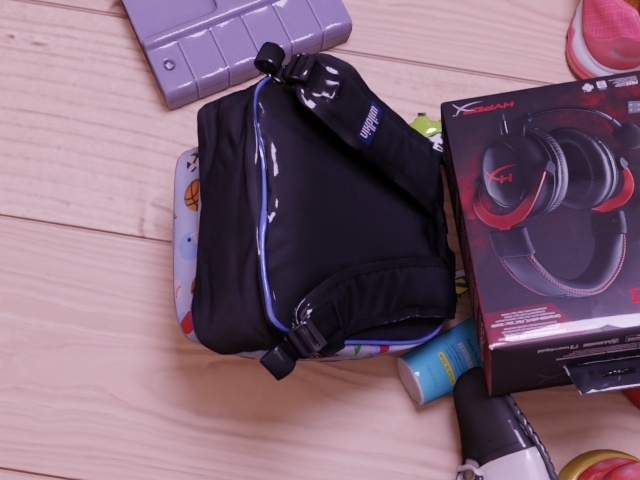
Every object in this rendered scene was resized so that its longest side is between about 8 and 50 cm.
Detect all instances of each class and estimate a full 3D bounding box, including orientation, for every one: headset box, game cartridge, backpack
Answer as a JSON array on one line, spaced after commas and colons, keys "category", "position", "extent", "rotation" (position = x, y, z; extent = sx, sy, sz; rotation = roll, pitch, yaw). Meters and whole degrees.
[{"category": "headset box", "position": [0.238, 0.002, 0.857], "extent": [0.218, 0.110, 0.293], "rotation": [-8, 58, 5]}, {"category": "game cartridge", "position": [-0.133, -0.343, 1.062], "extent": [0.230, 0.068, 0.355], "rotation": [-25, 76, -5]}, {"category": "backpack", "position": [0.000, 0.000, 0.876], "extent": [0.263, 0.213, 0.277], "rotation": [12, 73, -40]}]

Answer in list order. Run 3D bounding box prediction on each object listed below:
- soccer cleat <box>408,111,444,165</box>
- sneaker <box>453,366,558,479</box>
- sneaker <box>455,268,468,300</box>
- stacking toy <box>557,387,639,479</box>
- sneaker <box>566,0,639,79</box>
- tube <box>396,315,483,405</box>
[{"category": "soccer cleat", "position": [0.174, -0.094, 1.008], "extent": [0.178, 0.060, 0.072], "rotation": [2, 83, 4]}, {"category": "sneaker", "position": [0.152, 0.283, 0.858], "extent": [0.146, 0.122, 0.331], "rotation": [-14, 77, -5]}, {"category": "sneaker", "position": [0.140, 0.048, 0.978], "extent": [0.083, 0.031, 0.035], "rotation": [-9, 88, -1]}, {"category": "stacking toy", "position": [0.388, 0.186, 0.895], "extent": [0.279, 0.130, 0.309], "rotation": [17, 74, 2]}, {"category": "sneaker", "position": [0.341, -0.330, 1.039], "extent": [0.115, 0.136, 0.314], "rotation": [4, 74, -3]}, {"category": "tube", "position": [0.177, 0.098, 0.955], "extent": [0.207, 0.052, 0.080], "rotation": [-25, 99, -14]}]
